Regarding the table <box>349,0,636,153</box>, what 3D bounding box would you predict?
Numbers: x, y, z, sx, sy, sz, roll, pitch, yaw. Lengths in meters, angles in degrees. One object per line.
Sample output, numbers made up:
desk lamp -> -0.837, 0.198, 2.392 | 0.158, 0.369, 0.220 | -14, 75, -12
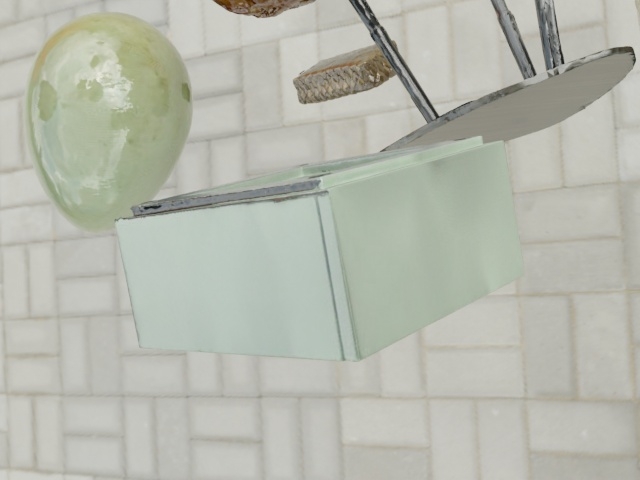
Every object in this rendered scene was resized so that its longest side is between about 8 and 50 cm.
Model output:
table -> 0.200, -0.266, 0.992 | 0.317, 0.317, 0.249 | -22, 83, 26

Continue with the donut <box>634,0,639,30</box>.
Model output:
donut -> 0.464, -0.290, 1.000 | 0.142, 0.382, 0.383 | -10, 84, 15

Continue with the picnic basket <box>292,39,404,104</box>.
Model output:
picnic basket -> 0.042, -0.275, 1.372 | 0.193, 0.110, 0.055 | -5, 119, 48

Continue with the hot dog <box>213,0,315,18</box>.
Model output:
hot dog -> -0.045, -0.340, 0.814 | 0.272, 0.122, 0.196 | -37, 71, 61

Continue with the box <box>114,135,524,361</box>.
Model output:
box -> 0.000, 0.000, 0.658 | 0.225, 0.225, 0.118 | -4, 100, 41

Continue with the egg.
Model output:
egg -> -0.285, -0.154, 1.118 | 0.218, 0.218, 0.296 | 15, 97, 28
